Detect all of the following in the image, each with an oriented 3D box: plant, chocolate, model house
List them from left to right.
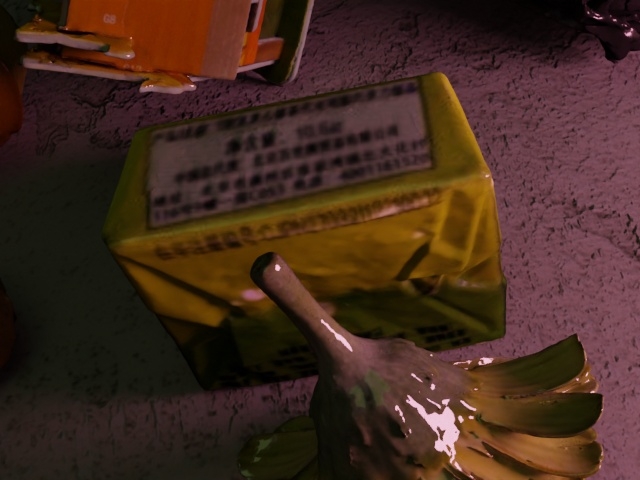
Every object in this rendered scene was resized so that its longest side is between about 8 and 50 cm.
[{"bbox_3d":[-0.221,-0.313,1.161,0.358,0.242,0.313,35,33,28],"label":"model house"},{"bbox_3d":[0.000,0.000,0.952,0.301,0.288,0.137,-11,59,6],"label":"chocolate"},{"bbox_3d":[0.041,0.140,0.882,0.306,0.261,0.297,-43,88,-9],"label":"plant"}]

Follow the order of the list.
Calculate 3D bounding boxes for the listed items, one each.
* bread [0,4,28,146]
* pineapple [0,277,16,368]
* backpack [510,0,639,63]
[{"bbox_3d":[-0.452,-0.186,1.207,0.270,0.269,0.148,-6,48,10],"label":"bread"},{"bbox_3d":[-0.426,0.044,1.135,0.158,0.157,0.279,-42,45,-14],"label":"pineapple"},{"bbox_3d":[0.205,-0.381,1.137,0.446,0.255,0.363,12,53,-18],"label":"backpack"}]
